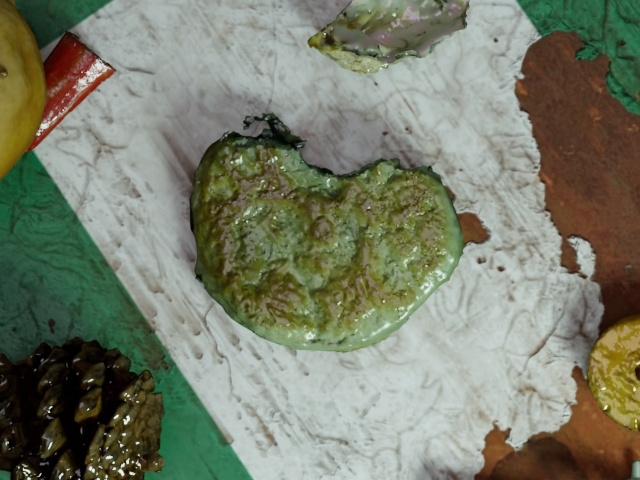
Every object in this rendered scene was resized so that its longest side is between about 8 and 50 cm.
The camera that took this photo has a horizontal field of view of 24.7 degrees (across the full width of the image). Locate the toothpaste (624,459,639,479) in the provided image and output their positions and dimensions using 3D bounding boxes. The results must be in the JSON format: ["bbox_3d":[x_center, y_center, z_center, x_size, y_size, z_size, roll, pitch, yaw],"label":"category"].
[{"bbox_3d":[0.415,0.386,1.905,0.057,0.035,0.197,0,88,18],"label":"toothpaste"}]

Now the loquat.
[{"bbox_3d":[-0.508,-0.195,1.832,0.328,0.328,0.329,0,87,2],"label":"loquat"}]

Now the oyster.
[{"bbox_3d":[0.101,-0.281,1.943,0.209,0.072,0.133,-40,79,-20],"label":"oyster"}]

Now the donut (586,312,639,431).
[{"bbox_3d":[0.433,0.172,1.903,0.178,0.065,0.162,1,82,3],"label":"donut"}]

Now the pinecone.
[{"bbox_3d":[-0.312,0.239,1.849,0.257,0.243,0.244,22,87,46],"label":"pinecone"}]

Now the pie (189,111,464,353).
[{"bbox_3d":[0.000,0.000,1.921,0.371,0.078,0.297,16,87,4],"label":"pie"}]

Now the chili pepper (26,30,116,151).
[{"bbox_3d":[-0.355,-0.189,1.955,0.088,0.065,0.169,37,94,19],"label":"chili pepper"}]
